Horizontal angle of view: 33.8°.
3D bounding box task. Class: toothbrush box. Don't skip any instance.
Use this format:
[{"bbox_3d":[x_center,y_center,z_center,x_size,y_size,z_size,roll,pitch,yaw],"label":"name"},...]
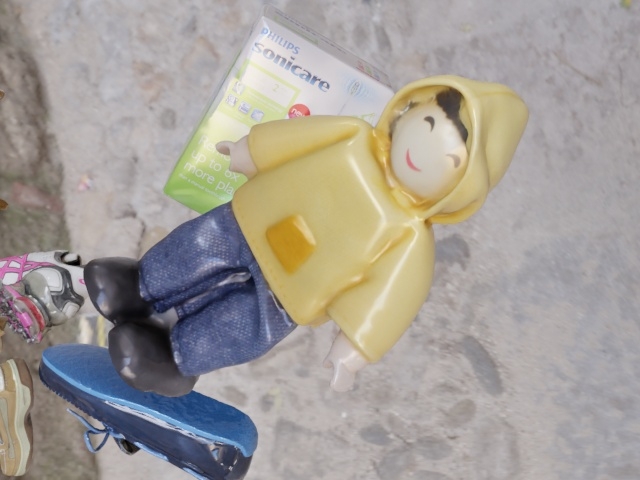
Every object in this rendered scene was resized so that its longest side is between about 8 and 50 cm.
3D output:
[{"bbox_3d":[-0.060,-0.149,1.458,0.206,0.122,0.283,29,107,-12],"label":"toothbrush box"}]

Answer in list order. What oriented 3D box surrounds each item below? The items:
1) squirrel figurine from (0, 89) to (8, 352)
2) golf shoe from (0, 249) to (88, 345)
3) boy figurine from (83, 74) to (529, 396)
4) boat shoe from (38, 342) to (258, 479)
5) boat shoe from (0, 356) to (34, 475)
[{"bbox_3d":[-0.268,-0.051,0.214,0.397,0.281,0.370,40,139,-4],"label":"squirrel figurine"},{"bbox_3d":[-0.255,0.044,0.962,0.086,0.067,0.186,-33,21,-22],"label":"golf shoe"},{"bbox_3d":[0.000,0.000,0.634,0.285,0.092,0.177,-28,70,21],"label":"boy figurine"},{"bbox_3d":[-0.193,0.190,1.095,0.258,0.109,0.089,24,115,25],"label":"boat shoe"},{"bbox_3d":[-0.385,0.216,1.253,0.068,0.072,0.190,50,141,41],"label":"boat shoe"}]
